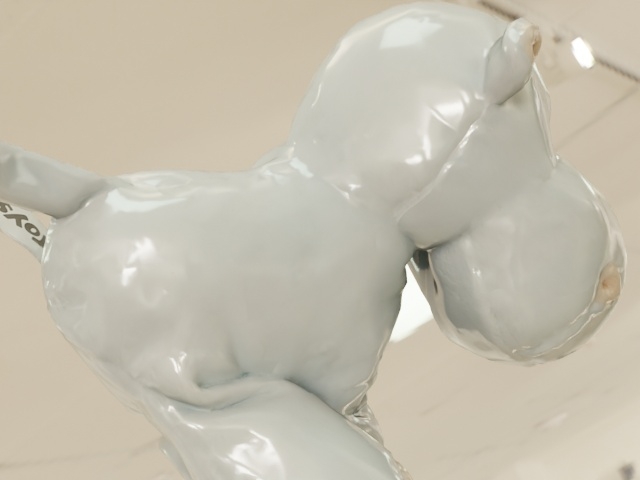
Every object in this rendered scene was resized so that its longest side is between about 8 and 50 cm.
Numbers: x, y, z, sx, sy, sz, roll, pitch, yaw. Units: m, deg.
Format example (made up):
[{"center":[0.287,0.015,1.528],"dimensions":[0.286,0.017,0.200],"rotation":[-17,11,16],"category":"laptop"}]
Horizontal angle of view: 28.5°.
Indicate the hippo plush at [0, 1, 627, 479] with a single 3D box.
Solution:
[{"center":[0.000,0.000,0.586],"dimensions":[0.236,0.294,0.234],"rotation":[-40,12,-11],"category":"hippo plush"}]
